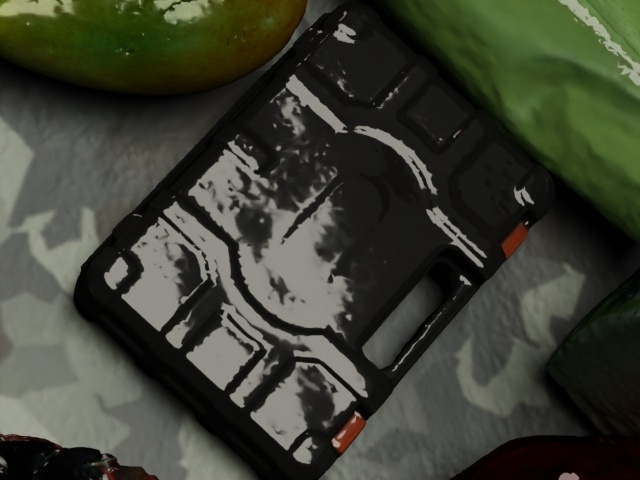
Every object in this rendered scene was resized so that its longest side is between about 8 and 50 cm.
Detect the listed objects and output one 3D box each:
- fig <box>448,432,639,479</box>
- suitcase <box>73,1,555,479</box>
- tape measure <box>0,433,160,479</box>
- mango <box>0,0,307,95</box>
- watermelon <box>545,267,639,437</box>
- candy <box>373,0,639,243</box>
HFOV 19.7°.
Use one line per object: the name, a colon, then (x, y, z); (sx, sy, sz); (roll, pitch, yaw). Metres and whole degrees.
fig: (0.149, 0.225, 1.111); (0.224, 0.224, 0.263); (44, 74, -2)
suitcase: (0.000, 0.000, 1.209); (0.206, 0.066, 0.285); (43, 68, -2)
tape measure: (-0.218, 0.178, 1.019); (0.223, 0.202, 0.135); (-4, 74, -33)
mango: (-0.115, -0.149, 1.184); (0.233, 0.125, 0.111); (-9, 105, -26)
watermelon: (0.300, 0.063, 1.221); (0.264, 0.151, 0.302); (-33, 120, -16)
candy: (0.140, -0.147, 1.246); (0.343, 0.132, 0.142); (44, 102, 0)
